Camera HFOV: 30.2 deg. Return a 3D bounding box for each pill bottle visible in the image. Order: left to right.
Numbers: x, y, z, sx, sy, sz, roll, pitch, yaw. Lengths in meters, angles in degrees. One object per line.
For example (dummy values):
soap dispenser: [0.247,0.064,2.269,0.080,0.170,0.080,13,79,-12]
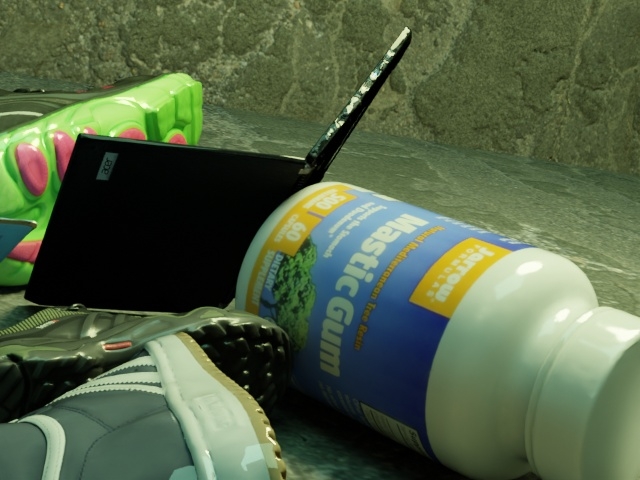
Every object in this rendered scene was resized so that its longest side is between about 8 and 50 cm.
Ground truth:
pill bottle: [0.085,0.064,0.775,0.272,0.152,0.152,21,15,41]

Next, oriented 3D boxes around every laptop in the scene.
laptop: [-0.079,-0.056,0.917,0.136,0.234,0.264,35,53,-1]

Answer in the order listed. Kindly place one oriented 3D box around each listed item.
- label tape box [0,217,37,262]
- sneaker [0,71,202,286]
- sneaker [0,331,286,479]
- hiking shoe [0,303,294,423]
label tape box: [-0.344,-0.016,0.575,0.334,0.106,0.240,3,-24,-36]
sneaker: [-0.251,-0.089,1.134,0.202,0.185,0.483,18,11,13]
sneaker: [-0.112,0.108,0.511,0.153,0.099,0.282,-13,2,-15]
hiking shoe: [-0.122,0.069,0.723,0.227,0.086,0.114,1,19,-39]
